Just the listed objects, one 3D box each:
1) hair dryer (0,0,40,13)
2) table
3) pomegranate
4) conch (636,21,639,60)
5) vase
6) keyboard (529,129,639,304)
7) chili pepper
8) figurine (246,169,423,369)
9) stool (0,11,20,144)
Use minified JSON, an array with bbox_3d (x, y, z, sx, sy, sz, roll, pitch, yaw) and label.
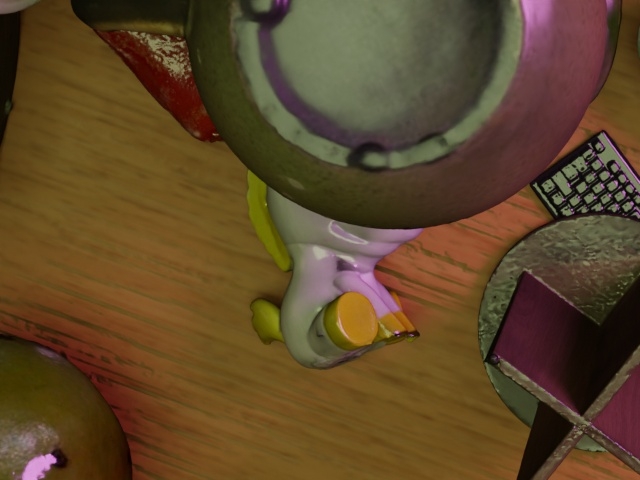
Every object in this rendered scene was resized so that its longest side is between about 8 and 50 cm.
[{"bbox_3d":[-0.166,-0.312,1.232,0.203,0.128,0.362,30,70,36],"label":"hair dryer"},{"bbox_3d":[0.170,0.084,1.235,0.167,0.226,0.167,2,102,10],"label":"table"},{"bbox_3d":[-0.261,0.164,1.328,0.286,0.231,0.231,23,102,32],"label":"pomegranate"},{"bbox_3d":[0.311,-0.100,1.256,0.187,0.124,0.181,0,112,34],"label":"conch"},{"bbox_3d":[0.012,-0.140,1.194,0.329,0.302,0.240,6,101,10],"label":"vase"},{"bbox_3d":[0.227,0.023,1.336,0.067,0.011,0.202,-36,94,11],"label":"keyboard"},{"bbox_3d":[-0.089,-0.119,1.318,0.123,0.073,0.070,49,141,-1],"label":"chili pepper"},{"bbox_3d":[0.007,-0.002,1.320,0.130,0.109,0.178,7,97,27],"label":"figurine"},{"bbox_3d":[-0.346,-0.119,1.288,0.264,0.179,0.179,11,100,4],"label":"stool"}]
